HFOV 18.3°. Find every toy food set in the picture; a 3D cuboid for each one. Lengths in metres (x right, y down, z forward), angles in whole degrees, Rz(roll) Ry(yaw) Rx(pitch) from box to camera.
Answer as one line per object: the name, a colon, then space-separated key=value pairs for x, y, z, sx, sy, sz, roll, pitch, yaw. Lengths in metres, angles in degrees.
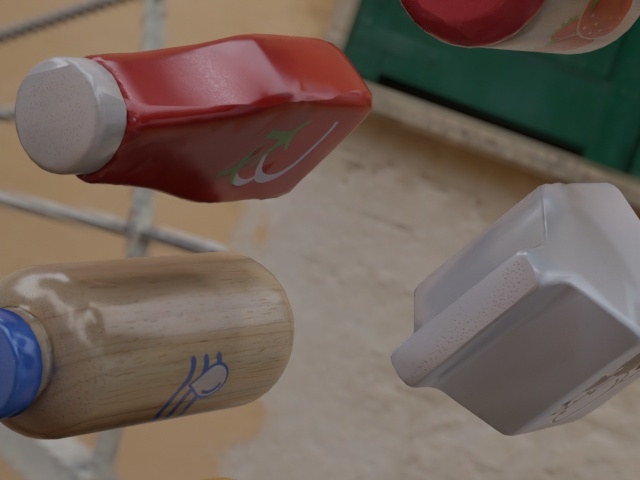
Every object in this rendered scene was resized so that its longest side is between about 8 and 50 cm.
toy food set: x=0.000 y=0.000 z=0.426 sx=0.104 sy=0.232 sz=0.111 roll=-4 pitch=59 yaw=-56
